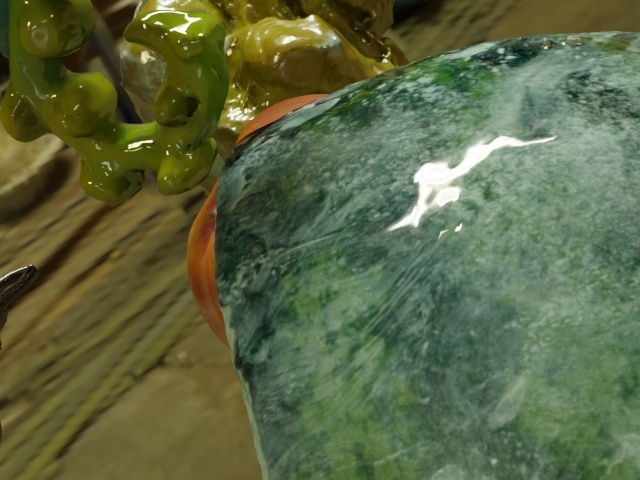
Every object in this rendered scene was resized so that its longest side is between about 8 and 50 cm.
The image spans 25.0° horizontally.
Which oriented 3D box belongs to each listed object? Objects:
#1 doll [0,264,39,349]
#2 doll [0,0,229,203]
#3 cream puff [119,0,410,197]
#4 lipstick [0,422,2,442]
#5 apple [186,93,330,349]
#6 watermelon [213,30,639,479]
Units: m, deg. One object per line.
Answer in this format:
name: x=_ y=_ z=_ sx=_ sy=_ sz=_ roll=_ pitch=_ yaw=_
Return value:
doll: x=-0.344 y=0.063 z=1.349 sx=0.165 sy=0.139 sz=0.057 roll=-52 pitch=39 yaw=-4
doll: x=-0.184 y=-0.163 z=0.587 sx=0.346 sy=0.341 sz=0.099 roll=29 pitch=39 yaw=17
cream puff: x=-0.020 y=-0.163 z=1.480 sx=0.275 sy=0.378 sz=0.378 roll=-48 pitch=27 yaw=-15
lipstick: x=-0.300 y=0.182 z=1.000 sx=0.080 sy=0.080 sz=0.241 roll=-21 pitch=16 yaw=18
apple: x=0.000 y=0.000 z=0.963 sx=0.209 sy=0.164 sz=0.209 roll=-59 pitch=15 yaw=25
watermelon: x=0.111 y=0.046 z=0.541 sx=0.289 sy=0.213 sz=0.320 roll=-23 pitch=45 yaw=-6
